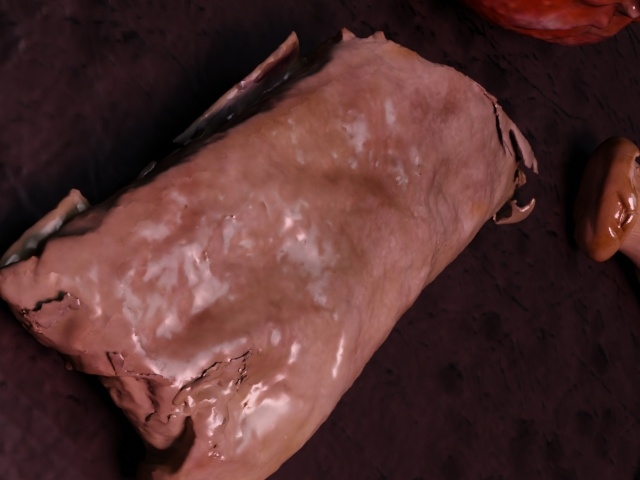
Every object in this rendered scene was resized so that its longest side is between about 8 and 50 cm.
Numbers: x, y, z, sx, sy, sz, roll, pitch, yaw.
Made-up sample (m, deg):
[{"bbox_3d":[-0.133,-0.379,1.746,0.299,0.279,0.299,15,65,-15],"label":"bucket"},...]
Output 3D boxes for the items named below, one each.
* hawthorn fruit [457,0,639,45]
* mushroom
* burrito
[{"bbox_3d":[0.164,-0.261,0.818,0.241,0.242,0.272,-10,77,-47],"label":"hawthorn fruit"},{"bbox_3d":[0.259,0.012,0.953,0.212,0.088,0.097,34,90,-30],"label":"mushroom"},{"bbox_3d":[-0.003,-0.012,0.677,0.347,0.107,0.175,-38,122,-42],"label":"burrito"}]
